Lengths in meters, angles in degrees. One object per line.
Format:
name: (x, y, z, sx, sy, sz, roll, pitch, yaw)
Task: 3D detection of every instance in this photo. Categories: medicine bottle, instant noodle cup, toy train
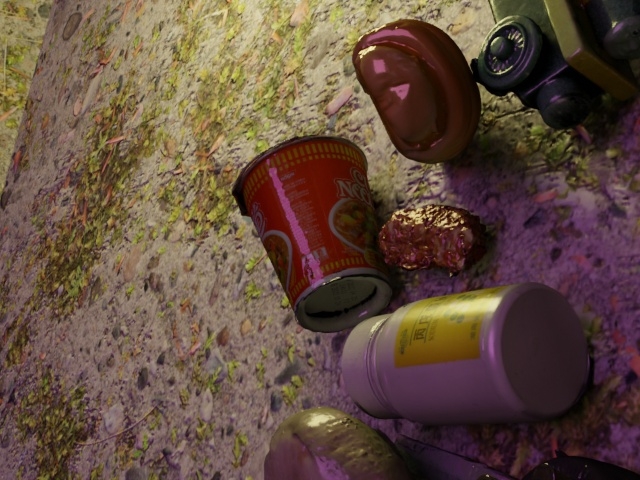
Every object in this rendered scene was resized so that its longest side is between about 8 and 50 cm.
medicine bottle: (0.147, 0.129, 1.204, 0.258, 0.143, 0.143, -17, 60, 52)
instant noodle cup: (0.000, 0.000, 1.469, 0.193, 0.193, 0.212, -45, 48, 34)
toy train: (0.276, -0.297, 1.252, 0.237, 0.150, 0.369, -36, 47, 33)

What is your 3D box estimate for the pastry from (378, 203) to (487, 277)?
pastry: (0.143, -0.001, 1.359, 0.169, 0.063, 0.087, 8, 88, 52)

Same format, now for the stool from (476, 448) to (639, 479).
stool: (0.233, 0.283, 0.998, 0.153, 0.139, 0.228, -62, 31, 15)

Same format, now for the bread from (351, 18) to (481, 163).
bread: (0.119, -0.173, 1.307, 0.121, 0.173, 0.311, -28, 3, 6)

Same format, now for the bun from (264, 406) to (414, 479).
bun: (0.038, 0.292, 1.253, 0.239, 0.141, 0.239, 46, 149, 38)

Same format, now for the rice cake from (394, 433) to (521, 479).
rice cake: (0.151, 0.256, 1.228, 0.211, 0.034, 0.043, 8, 83, 57)
